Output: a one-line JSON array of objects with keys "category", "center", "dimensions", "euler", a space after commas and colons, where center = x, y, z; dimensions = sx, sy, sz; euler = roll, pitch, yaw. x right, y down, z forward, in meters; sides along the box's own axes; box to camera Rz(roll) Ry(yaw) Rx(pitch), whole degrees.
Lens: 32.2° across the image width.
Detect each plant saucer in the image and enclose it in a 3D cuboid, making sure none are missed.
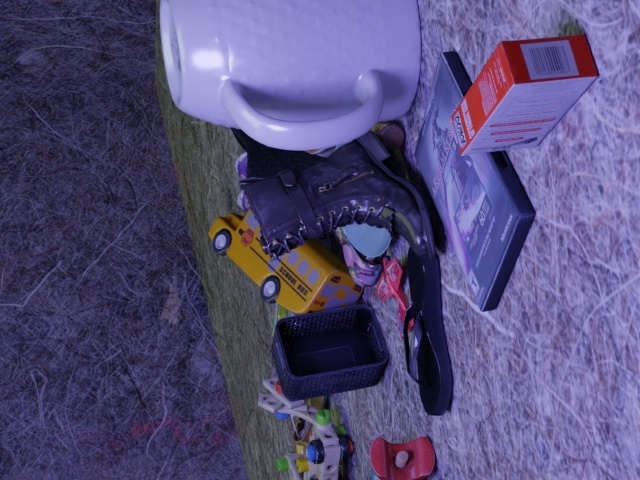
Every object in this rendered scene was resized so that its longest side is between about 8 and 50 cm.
[{"category": "plant saucer", "center": [0.077, -0.072, 1.761], "dimensions": [0.195, 0.037, 0.195], "euler": [42, 140, 49]}]

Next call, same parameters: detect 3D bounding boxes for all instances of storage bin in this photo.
[{"category": "storage bin", "center": [0.014, 0.194, 1.916], "dimensions": [0.084, 0.180, 0.122], "euler": [101, 156, -55]}]

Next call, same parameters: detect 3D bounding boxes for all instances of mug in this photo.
[{"category": "mug", "center": [-0.042, -0.259, 1.571], "dimensions": [0.276, 0.328, 0.374], "euler": [95, 160, -44]}]

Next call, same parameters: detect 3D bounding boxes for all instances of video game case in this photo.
[{"category": "video game case", "center": [0.187, -0.075, 1.406], "dimensions": [0.196, 0.026, 0.274], "euler": [100, 156, -52]}]

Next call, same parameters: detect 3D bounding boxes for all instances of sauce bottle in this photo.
[{"category": "sauce bottle", "center": [0.090, -0.163, 1.693], "dimensions": [0.128, 0.042, 0.042], "euler": [-145, 48, -70]}]

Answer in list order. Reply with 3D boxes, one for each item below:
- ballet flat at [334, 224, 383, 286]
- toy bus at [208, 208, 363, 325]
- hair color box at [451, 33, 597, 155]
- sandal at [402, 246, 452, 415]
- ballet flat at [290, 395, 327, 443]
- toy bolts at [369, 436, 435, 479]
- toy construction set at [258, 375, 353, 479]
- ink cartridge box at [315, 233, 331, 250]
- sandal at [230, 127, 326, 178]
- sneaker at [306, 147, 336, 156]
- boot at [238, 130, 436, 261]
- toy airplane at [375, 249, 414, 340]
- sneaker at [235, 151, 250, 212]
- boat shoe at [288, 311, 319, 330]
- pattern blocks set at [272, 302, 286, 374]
[{"category": "ballet flat", "center": [0.057, -0.028, 1.866], "dimensions": [0.079, 0.077, 0.221], "euler": [-53, 49, 45]}, {"category": "toy bus", "center": [-0.071, 0.036, 2.055], "dimensions": [0.332, 0.108, 0.130], "euler": [41, 104, 43]}, {"category": "hair color box", "center": [0.206, -0.148, 1.149], "dimensions": [0.167, 0.093, 0.053], "euler": [118, 142, -66]}, {"category": "sandal", "center": [0.145, 0.133, 1.628], "dimensions": [0.097, 0.054, 0.254], "euler": [-165, 67, -75]}, {"category": "ballet flat", "center": [-0.027, 0.360, 2.388], "dimensions": [0.080, 0.073, 0.232], "euler": [-114, 21, -50]}, {"category": "toy bolts", "center": [0.097, 0.434, 1.749], "dimensions": [0.158, 0.218, 0.228], "euler": [93, 180, -59]}, {"category": "toy construction set", "center": [-0.023, 0.431, 2.300], "dimensions": [0.215, 0.151, 0.328], "euler": [-124, 18, -56]}, {"category": "ink cartridge box", "center": [0.000, 0.000, 2.163], "dimensions": [0.048, 0.028, 0.083], "euler": [104, 154, -59]}, {"category": "sandal", "center": [-0.066, -0.160, 2.146], "dimensions": [0.107, 0.167, 0.446], "euler": [58, -174, -35]}, {"category": "sneaker", "center": [-0.005, -0.196, 1.884], "dimensions": [0.290, 0.123, 0.106], "euler": [167, 93, -76]}, {"category": "boot", "center": [0.023, -0.030, 1.594], "dimensions": [0.263, 0.229, 0.091], "euler": [57, 170, 35]}, {"category": "toy airplane", "center": [0.121, 0.083, 1.744], "dimensions": [0.151, 0.028, 0.151], "euler": [171, 90, -77]}, {"category": "sneaker", "center": [-0.133, -0.117, 2.510], "dimensions": [0.236, 0.095, 0.104], "euler": [94, 155, -55]}, {"category": "boat shoe", "center": [-0.032, 0.225, 2.333], "dimensions": [0.219, 0.070, 0.078], "euler": [98, 160, -49]}, {"category": "pattern blocks set", "center": [-0.090, 0.138, 2.452], "dimensions": [0.285, 0.026, 0.325], "euler": [-107, 20, -81]}]
